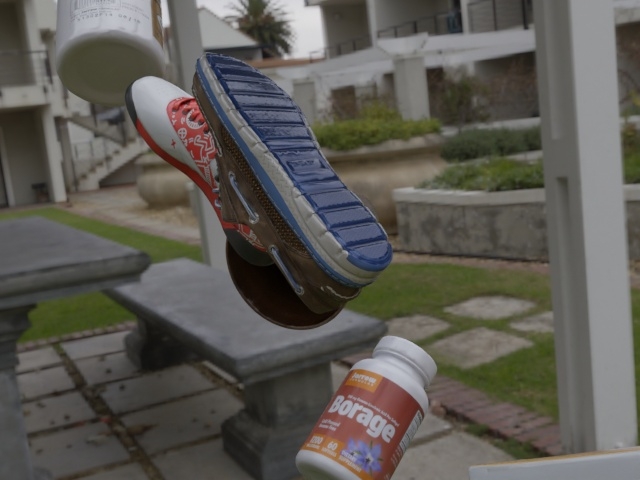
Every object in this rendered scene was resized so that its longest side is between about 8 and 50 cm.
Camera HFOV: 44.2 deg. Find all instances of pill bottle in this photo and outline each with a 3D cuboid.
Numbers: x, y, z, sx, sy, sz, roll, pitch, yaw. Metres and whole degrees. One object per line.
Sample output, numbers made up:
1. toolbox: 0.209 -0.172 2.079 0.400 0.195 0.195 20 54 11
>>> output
1. pill bottle: 0.069 0.240 1.062 0.121 0.121 0.216 3 48 45
2. pill bottle: -0.270 -0.298 1.013 0.131 0.229 0.131 -7 -31 -5

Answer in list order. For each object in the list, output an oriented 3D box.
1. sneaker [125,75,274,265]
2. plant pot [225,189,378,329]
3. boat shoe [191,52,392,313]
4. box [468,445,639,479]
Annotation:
1. sneaker: -0.098 -0.115 0.848 0.090 0.270 0.145 -25 -19 -45
2. plant pot: 0.000 0.000 1.260 0.215 0.215 0.230 -2 16 28
3. boat shoe: -0.034 -0.036 0.476 0.066 0.183 0.066 -4 -37 -48
4. box: 0.342 0.311 0.853 0.215 0.168 0.345 -18 -21 33
